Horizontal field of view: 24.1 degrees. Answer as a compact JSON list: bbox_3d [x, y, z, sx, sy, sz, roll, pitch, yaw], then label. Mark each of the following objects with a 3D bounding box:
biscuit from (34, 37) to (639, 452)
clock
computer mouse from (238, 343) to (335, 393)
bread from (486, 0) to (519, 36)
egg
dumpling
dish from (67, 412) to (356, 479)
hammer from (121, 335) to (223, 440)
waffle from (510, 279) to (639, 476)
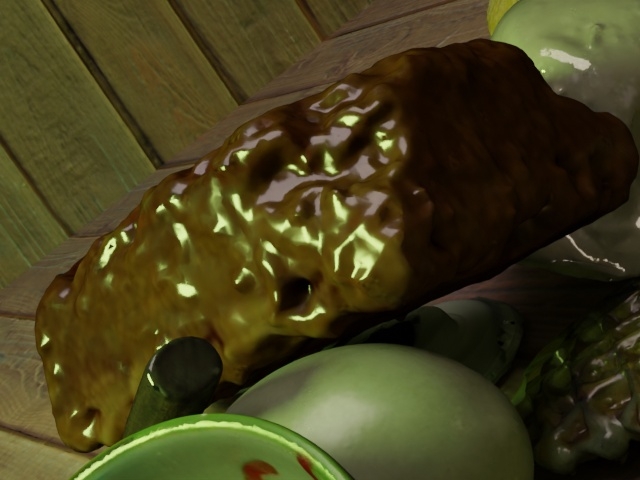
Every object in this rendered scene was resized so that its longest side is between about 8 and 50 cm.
[{"bbox_3d":[0.000,0.000,1.123,0.395,0.166,0.343,-30,-8,39],"label":"biscuit"},{"bbox_3d":[0.061,0.111,1.272,0.236,0.053,0.236,-32,16,10],"label":"clock"},{"bbox_3d":[-0.036,0.080,1.488,0.288,0.097,0.159,-42,14,16],"label":"computer mouse"},{"bbox_3d":[0.297,-0.259,1.690,0.197,0.197,0.170,-41,10,-24],"label":"bread"},{"bbox_3d":[0.021,0.161,0.936,0.253,0.186,0.186,-31,14,37],"label":"egg"},{"bbox_3d":[0.279,-0.096,1.277,0.395,0.233,0.315,-29,48,1],"label":"dumpling"},{"bbox_3d":[-0.048,0.262,0.787,0.324,0.124,0.324,-19,58,33],"label":"dish"},{"bbox_3d":[-0.135,0.195,1.027,0.168,0.044,0.440,-53,-7,-37],"label":"hammer"},{"bbox_3d":[0.217,0.082,1.029,0.223,0.054,0.204,-43,18,-33],"label":"waffle"}]
